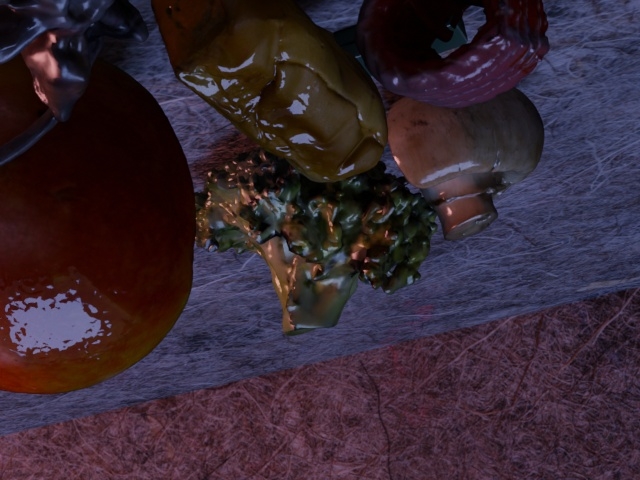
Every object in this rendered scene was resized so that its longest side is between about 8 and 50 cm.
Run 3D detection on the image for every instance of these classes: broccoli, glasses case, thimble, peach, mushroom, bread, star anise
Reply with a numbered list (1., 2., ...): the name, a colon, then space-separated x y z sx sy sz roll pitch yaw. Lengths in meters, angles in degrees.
1. broccoli: -0.003 -0.025 2.128 0.324 0.272 0.334 -28 -175 -21
2. glasses case: 0.079 -0.234 1.813 0.184 0.039 0.078 -17 164 14
3. thimble: 0.140 -0.232 1.646 0.190 0.163 0.125 -13 167 29
4. peach: -0.322 -0.025 1.613 0.388 0.388 0.388 -12 164 -4
5. mushroom: 0.210 -0.119 2.040 0.189 0.195 0.254 -24 164 22
6. bread: -0.045 -0.176 1.576 0.132 0.167 0.294 -43 141 10
7. star anise: -0.253 -0.231 1.341 0.359 0.139 0.316 -33 140 -6
